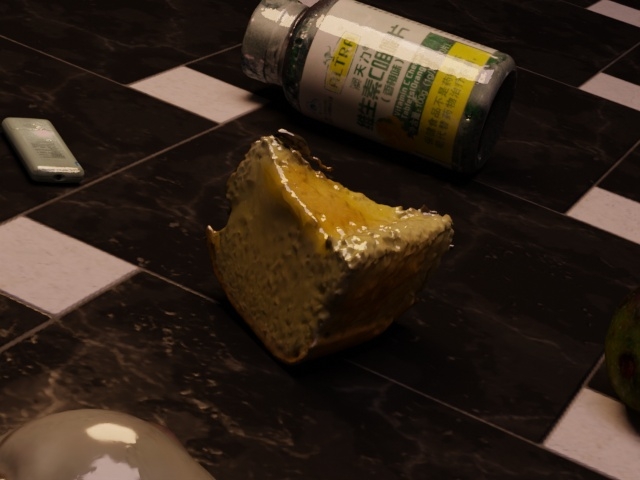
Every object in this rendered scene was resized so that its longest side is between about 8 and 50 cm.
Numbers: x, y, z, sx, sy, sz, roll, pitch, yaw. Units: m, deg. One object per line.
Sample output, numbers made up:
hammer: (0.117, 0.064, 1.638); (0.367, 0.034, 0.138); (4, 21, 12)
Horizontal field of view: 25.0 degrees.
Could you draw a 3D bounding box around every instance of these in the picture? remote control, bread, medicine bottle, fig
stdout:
remote control: (-0.262, -0.086, 1.358); (0.053, 0.018, 0.124); (-1, 28, -29)
bread: (0.000, 0.000, 1.169); (0.160, 0.140, 0.169); (40, 29, 24)
medicine bottle: (0.060, -0.184, 1.604); (0.293, 0.141, 0.141); (22, 25, 16)
fig: (0.298, 0.094, 1.188); (0.123, 0.123, 0.156); (26, -2, 25)

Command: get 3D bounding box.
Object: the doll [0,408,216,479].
doll: (-0.128, 0.210, 0.554); (0.215, 0.226, 0.370); (53, 25, 0)
